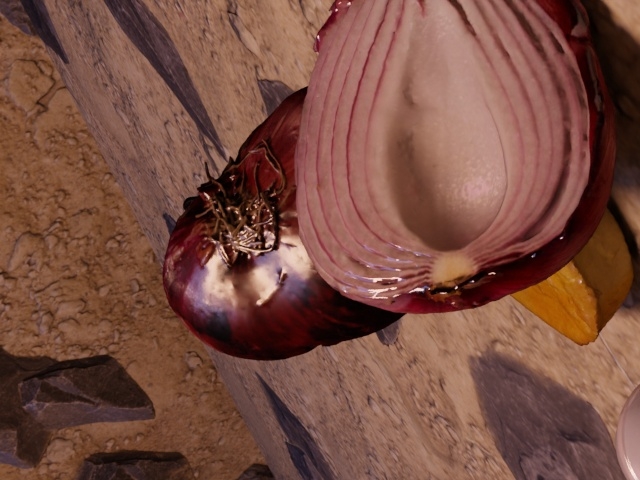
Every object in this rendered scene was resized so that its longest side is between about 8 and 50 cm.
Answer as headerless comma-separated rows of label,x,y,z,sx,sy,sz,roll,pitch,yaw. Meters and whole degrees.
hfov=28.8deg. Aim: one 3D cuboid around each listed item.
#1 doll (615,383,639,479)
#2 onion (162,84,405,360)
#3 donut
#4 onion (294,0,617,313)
doll,0.293,0.205,0.816,0.287,0.151,0.151,58,166,10
onion,-0.011,-0.003,1.103,0.221,0.281,0.281,54,166,26
donut,0.166,-0.004,0.938,0.178,0.065,0.162,41,164,44
onion,0.094,-0.092,0.829,0.120,0.227,0.283,13,-110,-55
